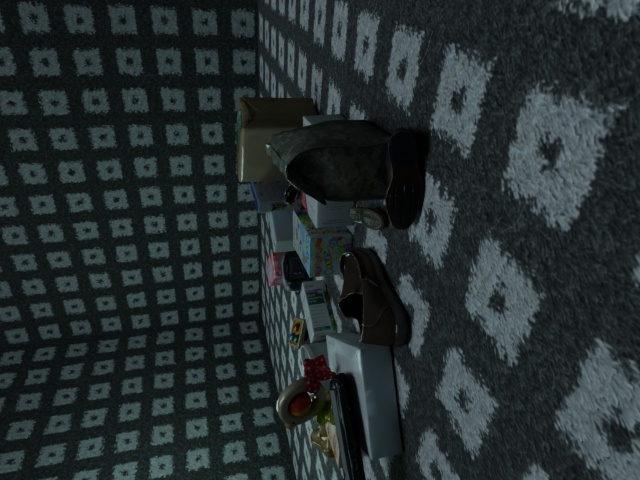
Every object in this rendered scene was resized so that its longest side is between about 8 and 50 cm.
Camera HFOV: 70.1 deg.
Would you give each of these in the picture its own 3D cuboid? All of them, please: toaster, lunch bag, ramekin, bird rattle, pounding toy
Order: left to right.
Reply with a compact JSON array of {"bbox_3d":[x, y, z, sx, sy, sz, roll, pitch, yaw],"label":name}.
[{"bbox_3d":[-0.121,0.140,2.151,0.146,0.129,0.227,125,137,-72],"label":"toaster"},{"bbox_3d":[-0.089,0.393,2.079,0.206,0.094,0.181,-8,68,66],"label":"pounding toy"},{"bbox_3d":[-0.038,0.495,1.432,0.143,0.207,0.253,42,148,45],"label":"bird rattle"},{"bbox_3d":[0.006,0.488,1.751,0.207,0.109,0.207,166,90,-74],"label":"ramekin"},{"bbox_3d":[0.019,-0.199,1.133,0.235,0.287,0.169,-121,29,-59],"label":"lunch bag"}]

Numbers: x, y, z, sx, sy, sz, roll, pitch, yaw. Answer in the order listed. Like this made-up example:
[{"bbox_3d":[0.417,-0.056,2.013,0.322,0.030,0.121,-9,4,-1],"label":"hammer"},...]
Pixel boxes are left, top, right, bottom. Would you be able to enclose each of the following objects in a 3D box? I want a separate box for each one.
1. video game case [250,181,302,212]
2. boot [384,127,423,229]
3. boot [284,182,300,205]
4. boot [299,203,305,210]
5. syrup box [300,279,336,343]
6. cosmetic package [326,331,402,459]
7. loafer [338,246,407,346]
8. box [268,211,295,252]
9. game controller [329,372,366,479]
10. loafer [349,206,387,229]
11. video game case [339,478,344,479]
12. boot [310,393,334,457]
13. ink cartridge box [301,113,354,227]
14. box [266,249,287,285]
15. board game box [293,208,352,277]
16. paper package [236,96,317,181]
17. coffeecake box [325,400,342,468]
[{"bbox_3d":[-0.165,-0.205,1.962,0.269,0.244,0.061,-116,24,-57],"label":"video game case"},{"bbox_3d":[0.181,-0.140,0.994,0.106,0.082,0.219,-74,-17,-63],"label":"boot"},{"bbox_3d":[-0.078,-0.219,1.696,0.229,0.091,0.263,-62,-2,-30],"label":"boot"},{"bbox_3d":[-0.036,-0.029,1.814,0.115,0.112,0.305,-105,11,-74],"label":"boot"},{"bbox_3d":[-0.012,0.281,1.827,0.096,0.093,0.237,103,157,-54],"label":"syrup box"},{"bbox_3d":[0.115,0.434,1.358,0.377,0.097,0.284,158,104,-76],"label":"cosmetic package"},{"bbox_3d":[0.108,0.135,1.211,0.366,0.130,0.133,-118,26,-58],"label":"loafer"},{"bbox_3d":[-0.123,-0.057,1.973,0.119,0.182,0.181,110,152,-61],"label":"box"},{"bbox_3d":[0.077,0.532,1.264,0.166,0.067,0.319,80,180,-72],"label":"game controller"},{"bbox_3d":[0.133,-0.067,1.216,0.148,0.050,0.056,29,127,55],"label":"loafer"},{"bbox_3d":[0.102,1.088,1.775,0.248,0.035,0.274,106,156,-56],"label":"video game case"},{"bbox_3d":[0.015,0.730,1.909,0.236,0.089,0.269,172,93,-66],"label":"boot"},{"bbox_3d":[0.022,-0.222,1.438,0.226,0.131,0.306,-119,26,-60],"label":"ink cartridge box"},{"bbox_3d":[-0.189,0.140,2.375,0.300,0.154,0.142,131,133,-70],"label":"box"},{"bbox_3d":[0.000,0.000,1.577,0.275,0.142,0.144,-122,31,-63],"label":"board game box"},{"bbox_3d":[-0.177,-0.389,1.810,0.325,0.310,0.168,110,151,-58],"label":"paper package"},{"bbox_3d":[0.073,0.710,1.685,0.185,0.068,0.142,-119,27,-61],"label":"coffeecake box"}]
